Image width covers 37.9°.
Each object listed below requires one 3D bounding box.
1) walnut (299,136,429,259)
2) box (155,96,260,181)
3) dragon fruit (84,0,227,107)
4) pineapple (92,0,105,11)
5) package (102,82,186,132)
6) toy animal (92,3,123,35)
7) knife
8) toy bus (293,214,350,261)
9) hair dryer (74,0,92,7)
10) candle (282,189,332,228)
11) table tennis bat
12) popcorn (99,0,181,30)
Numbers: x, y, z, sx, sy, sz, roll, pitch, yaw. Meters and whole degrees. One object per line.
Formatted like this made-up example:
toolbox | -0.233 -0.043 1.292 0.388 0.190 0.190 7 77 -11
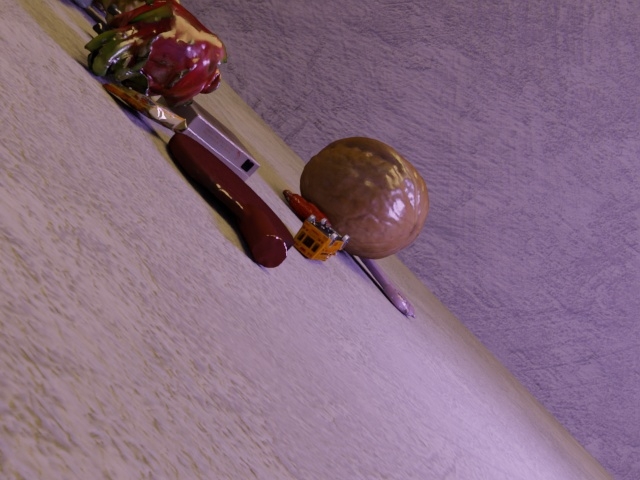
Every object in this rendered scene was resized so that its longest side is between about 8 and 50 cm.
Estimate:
walnut | 0.103 -0.110 2.310 0.333 0.333 0.333 44 6 -6
box | -0.223 -0.210 1.850 0.201 0.058 0.141 39 8 -48
dragon fruit | -0.291 -0.313 1.642 0.198 0.269 0.200 12 -47 34
pineapple | -0.563 -0.664 2.291 0.169 0.169 0.340 47 12 21
package | -0.287 -0.220 1.543 0.108 0.031 0.120 32 4 30
toy animal | -0.391 -0.406 1.971 0.137 0.082 0.269 49 3 10
knife | 0.123 0.060 2.427 0.132 0.038 0.398 34 13 -50
toy bus | 0.000 0.000 1.843 0.069 0.074 0.162 38 7 12
hair dryer | -0.589 -0.596 2.021 0.267 0.092 0.229 36 -4 19
candle | -0.034 -0.071 2.214 0.162 0.053 0.048 45 0 26
table tennis bat | -0.132 -0.063 1.528 0.268 0.051 0.415 40 6 -29
popcorn | -0.423 -0.569 2.160 0.233 0.192 0.266 63 -14 -6
